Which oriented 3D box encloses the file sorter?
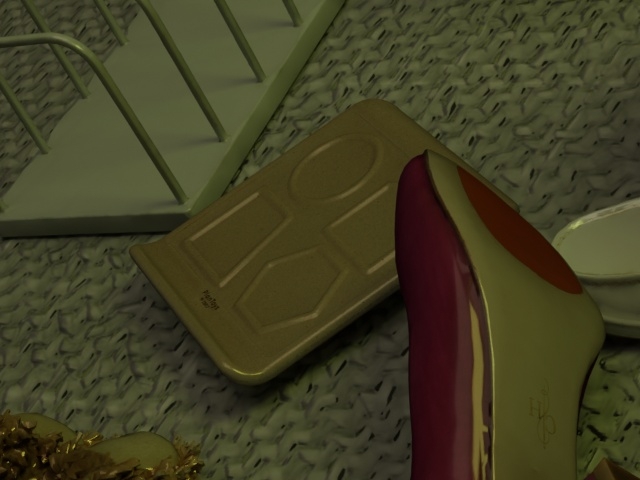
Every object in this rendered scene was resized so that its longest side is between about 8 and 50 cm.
[{"bbox_3d":[-0.138,-0.160,1.434,0.193,0.173,0.277,-1,43,35],"label":"file sorter"}]

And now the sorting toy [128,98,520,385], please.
[{"bbox_3d":[0.000,0.000,1.251,0.208,0.038,0.193,-31,34,-9],"label":"sorting toy"}]

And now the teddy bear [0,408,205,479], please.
[{"bbox_3d":[-0.200,0.215,1.079,0.245,0.113,0.338,-3,34,24],"label":"teddy bear"}]

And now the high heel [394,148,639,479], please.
[{"bbox_3d":[0.060,0.104,0.981,0.181,0.127,0.377,-46,29,19],"label":"high heel"}]

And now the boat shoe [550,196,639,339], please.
[{"bbox_3d":[0.237,-0.017,1.032,0.277,0.096,0.098,-9,41,30],"label":"boat shoe"}]
